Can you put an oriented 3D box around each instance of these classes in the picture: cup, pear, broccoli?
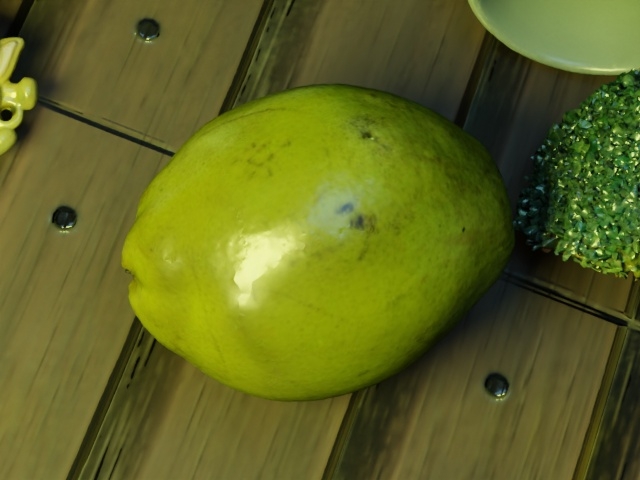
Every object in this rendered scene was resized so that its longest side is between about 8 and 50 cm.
[{"bbox_3d":[0.184,-0.271,1.475,0.258,0.186,0.234,0,56,19],"label":"cup"},{"bbox_3d":[0.000,0.000,1.296,0.269,0.212,0.212,-9,70,-7],"label":"pear"},{"bbox_3d":[0.262,-0.031,1.392,0.194,0.219,0.194,11,73,-39],"label":"broccoli"}]

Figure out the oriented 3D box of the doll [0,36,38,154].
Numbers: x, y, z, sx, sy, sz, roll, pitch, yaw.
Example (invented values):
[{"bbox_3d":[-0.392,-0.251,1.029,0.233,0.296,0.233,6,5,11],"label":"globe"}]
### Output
[{"bbox_3d":[-0.337,-0.150,1.360,0.291,0.086,0.117,29,87,2],"label":"doll"}]
